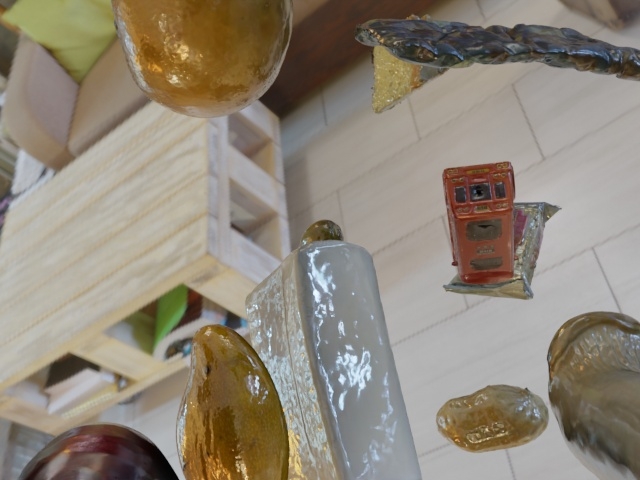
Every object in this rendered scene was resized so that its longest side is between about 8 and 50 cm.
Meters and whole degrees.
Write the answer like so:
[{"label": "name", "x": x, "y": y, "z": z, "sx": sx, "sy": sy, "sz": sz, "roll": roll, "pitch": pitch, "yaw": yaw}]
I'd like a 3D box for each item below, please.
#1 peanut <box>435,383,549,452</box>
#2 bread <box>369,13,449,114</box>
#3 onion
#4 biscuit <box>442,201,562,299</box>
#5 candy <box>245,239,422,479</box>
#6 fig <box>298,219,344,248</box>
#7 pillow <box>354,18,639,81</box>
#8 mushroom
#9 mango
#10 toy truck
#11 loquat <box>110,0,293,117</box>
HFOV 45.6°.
[{"label": "peanut", "x": 0.343, "y": 0.358, "z": 1.529, "sx": 0.224, "sy": 0.129, "sz": 0.129, "roll": -18, "pitch": 49, "yaw": 12}, {"label": "bread", "x": 0.149, "y": -0.298, "z": 1.320, "sx": 0.147, "sy": 0.127, "sz": 0.152, "roll": -28, "pitch": 20, "yaw": 46}, {"label": "onion", "x": -0.262, "y": 0.301, "z": 0.732, "sx": 0.273, "sy": 0.285, "sz": 0.273, "roll": -159, "pitch": 90, "yaw": -89}, {"label": "biscuit", "x": 0.372, "y": 0.012, "z": 1.554, "sx": 0.186, "sy": 0.079, "sz": 0.309, "roll": 5, "pitch": 43, "yaw": 26}, {"label": "candy", "x": 0.012, "y": 0.199, "z": 1.101, "sx": 0.208, "sy": 0.145, "sz": 0.358, "roll": -38, "pitch": 60, "yaw": 56}, {"label": "fig", "x": 0.000, "y": 0.000, "z": 1.395, "sx": 0.088, "sy": 0.074, "sz": 0.074, "roll": -17, "pitch": 51, "yaw": 29}, {"label": "pillow", "x": 0.170, "y": -0.185, "z": 0.719, "sx": 0.189, "sy": 0.255, "sz": 0.034, "roll": -117, "pitch": 30, "yaw": -67}, {"label": "mushroom", "x": 0.224, "y": 0.153, "z": 0.460, "sx": 0.328, "sy": 0.122, "sz": 0.159, "roll": -101, "pitch": 16, "yaw": -75}, {"label": "mango", "x": -0.113, "y": 0.235, "z": 0.930, "sx": 0.157, "sy": 0.109, "sz": 0.262, "roll": 2, "pitch": 108, "yaw": 44}, {"label": "toy truck", "x": 0.251, "y": -0.014, "z": 1.183, "sx": 0.107, "sy": 0.252, "sz": 0.114, "roll": -7, "pitch": 56, "yaw": 10}, {"label": "loquat", "x": -0.162, "y": -0.295, "z": 1.024, "sx": 0.263, "sy": 0.263, "sz": 0.263, "roll": -25, "pitch": 48, "yaw": 30}]
